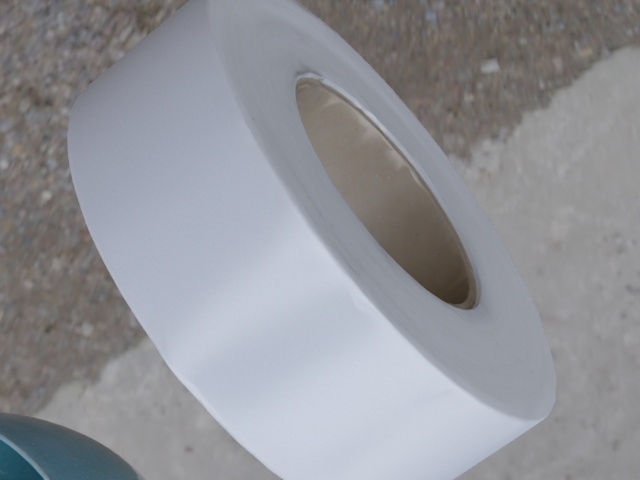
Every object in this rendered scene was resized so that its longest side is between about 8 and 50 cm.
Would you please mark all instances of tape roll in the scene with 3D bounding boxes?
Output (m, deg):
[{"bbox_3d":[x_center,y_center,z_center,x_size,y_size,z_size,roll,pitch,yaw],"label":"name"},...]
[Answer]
[{"bbox_3d":[0.000,0.000,0.889,0.100,0.286,0.286,-37,110,19],"label":"tape roll"}]

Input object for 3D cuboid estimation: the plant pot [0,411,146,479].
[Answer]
[{"bbox_3d":[-0.219,0.262,1.313,0.290,0.195,0.290,3,96,32],"label":"plant pot"}]
